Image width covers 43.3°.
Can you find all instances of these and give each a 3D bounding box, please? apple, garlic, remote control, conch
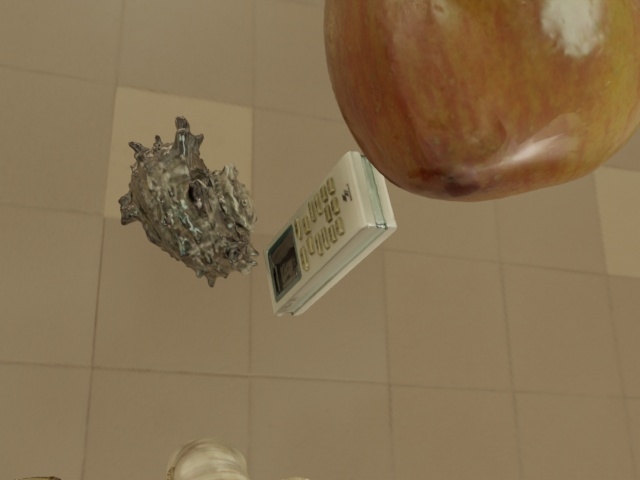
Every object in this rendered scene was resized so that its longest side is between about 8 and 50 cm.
[{"bbox_3d":[0.106,-0.127,0.511,0.211,0.211,0.187,-19,106,-26],"label":"apple"},{"bbox_3d":[-0.126,0.395,1.252,0.226,0.199,0.199,-3,72,-18],"label":"garlic"},{"bbox_3d":[0.000,0.000,1.038,0.056,0.277,0.102,1,63,-28],"label":"remote control"},{"bbox_3d":[-0.191,-0.066,1.285,0.313,0.186,0.241,48,20,28],"label":"conch"}]

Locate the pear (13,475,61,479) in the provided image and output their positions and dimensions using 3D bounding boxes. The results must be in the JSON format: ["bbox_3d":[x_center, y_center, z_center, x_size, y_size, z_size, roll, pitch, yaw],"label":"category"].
[{"bbox_3d":[-0.367,0.448,0.838,0.340,0.191,0.386,25,81,7],"label":"pear"}]
